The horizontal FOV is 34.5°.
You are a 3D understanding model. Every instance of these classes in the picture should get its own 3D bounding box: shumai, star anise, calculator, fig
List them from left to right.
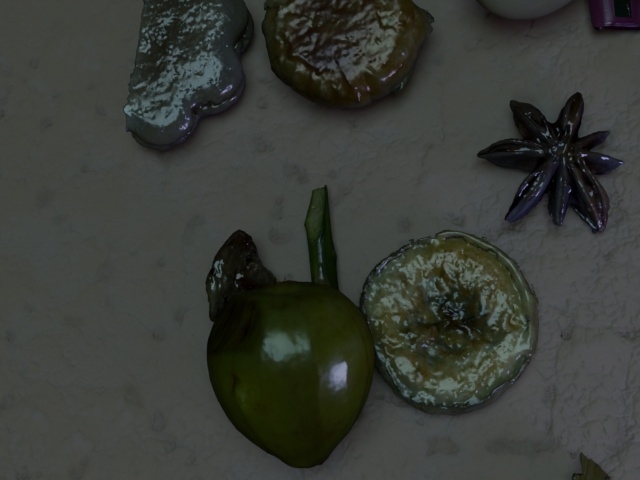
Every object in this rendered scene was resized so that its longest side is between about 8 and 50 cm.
[{"bbox_3d":[-0.119,0.052,1.544,0.105,0.123,0.139,-5,62,-4],"label":"shumai"},{"bbox_3d":[-0.037,0.189,1.440,0.240,0.239,0.271,-12,97,6],"label":"fig"},{"bbox_3d":[0.347,-0.112,1.529,0.229,0.093,0.236,-43,78,-9],"label":"star anise"},{"bbox_3d":[0.511,-0.384,1.595,0.191,0.034,0.126,-1,76,3],"label":"calculator"}]

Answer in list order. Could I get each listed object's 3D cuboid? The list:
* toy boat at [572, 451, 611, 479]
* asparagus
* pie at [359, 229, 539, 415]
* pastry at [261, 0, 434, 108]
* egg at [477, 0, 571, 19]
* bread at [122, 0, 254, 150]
[{"bbox_3d":[0.343,0.396,1.421,0.072,0.064,0.206,12,76,29],"label":"toy boat"},{"bbox_3d":[0.000,0.000,1.575,0.045,0.041,0.178,-5,75,-1],"label":"asparagus"},{"bbox_3d":[0.185,0.118,1.511,0.274,0.055,0.274,-2,77,8],"label":"pie"},{"bbox_3d":[0.035,-0.318,1.608,0.236,0.121,0.257,-45,77,0],"label":"pastry"},{"bbox_3d":[0.328,-0.440,1.555,0.242,0.186,0.186,-43,74,-6],"label":"egg"},{"bbox_3d":[-0.206,-0.307,1.648,0.183,0.102,0.337,4,78,10],"label":"bread"}]
